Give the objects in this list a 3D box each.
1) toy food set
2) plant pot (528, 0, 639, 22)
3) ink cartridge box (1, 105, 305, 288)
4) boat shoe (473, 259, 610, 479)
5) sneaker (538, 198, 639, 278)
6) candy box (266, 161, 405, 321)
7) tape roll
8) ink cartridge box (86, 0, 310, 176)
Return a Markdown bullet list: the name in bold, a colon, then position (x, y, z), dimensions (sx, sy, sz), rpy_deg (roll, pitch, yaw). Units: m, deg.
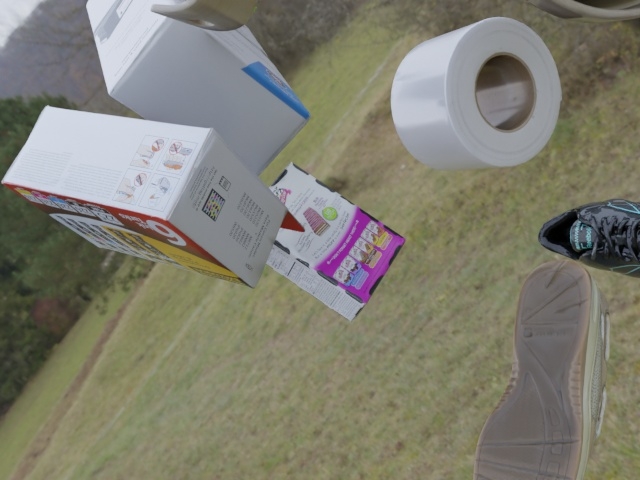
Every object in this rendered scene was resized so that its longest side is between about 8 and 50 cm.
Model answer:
- **toy food set**: position (-0.113, -0.412, 0.894), dimensions (0.220, 0.092, 0.306), rpy_deg (-47, -21, -77)
- **plant pot**: position (0.325, -0.438, 0.952), dimensions (0.323, 0.323, 0.280), rpy_deg (-46, 13, 2)
- **ink cartridge box**: position (-0.216, -0.045, 1.004), dimensions (0.309, 0.272, 0.130), rpy_deg (12, 70, 32)
- **boat shoe**: position (0.236, 0.175, 0.732), dimensions (0.109, 0.098, 0.303), rpy_deg (-3, 65, 45)
- **sneaker**: position (0.335, 0.007, 0.772), dimensions (0.267, 0.106, 0.101), rpy_deg (-167, 75, -77)
- **candy box**: position (0.000, 0.000, 1.183), dimensions (0.159, 0.233, 0.071), rpy_deg (-53, -3, -37)
- **tape roll**: position (0.267, -0.245, 1.265), dimensions (0.246, 0.246, 0.169), rpy_deg (-52, 21, -14)
- **ink cartridge box**: position (-0.221, -0.313, 1.243), dimensions (0.166, 0.285, 0.395), rpy_deg (-46, 39, 14)
